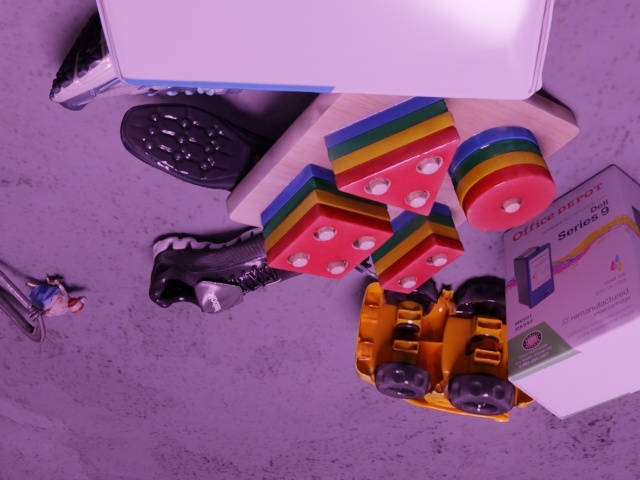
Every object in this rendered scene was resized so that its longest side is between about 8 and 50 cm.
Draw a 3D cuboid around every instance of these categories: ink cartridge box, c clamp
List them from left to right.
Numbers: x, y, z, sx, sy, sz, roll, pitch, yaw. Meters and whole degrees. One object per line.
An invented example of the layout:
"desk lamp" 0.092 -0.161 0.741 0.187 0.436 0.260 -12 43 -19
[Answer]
"c clamp" -0.428 0.071 0.996 0.160 0.022 0.137 49 138 -2
"ink cartridge box" 0.017 -0.224 0.445 0.223 0.307 0.129 3 133 8
"ink cartridge box" 0.275 0.050 0.746 0.093 0.212 0.154 37 131 -20

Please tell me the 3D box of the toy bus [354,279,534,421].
"toy bus" 0.156 0.157 0.945 0.220 0.149 0.211 8 152 6

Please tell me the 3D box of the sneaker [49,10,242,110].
"sneaker" -0.132 -0.170 0.673 0.283 0.110 0.122 -19 135 29

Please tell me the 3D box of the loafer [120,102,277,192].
"loafer" -0.098 -0.084 0.746 0.223 0.076 0.078 13 174 -30

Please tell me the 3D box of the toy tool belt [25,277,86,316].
"toy tool belt" -0.369 0.077 1.006 0.083 0.052 0.051 0 134 35

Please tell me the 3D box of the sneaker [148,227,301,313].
"sneaker" -0.107 0.044 0.886 0.234 0.106 0.078 -5 135 15

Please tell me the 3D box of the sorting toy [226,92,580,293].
"sorting toy" 0.086 -0.047 0.702 0.257 0.089 0.255 13 140 -36

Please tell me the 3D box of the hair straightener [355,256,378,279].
"hair straightener" 0.000 0.000 0.833 0.230 0.089 0.047 29 131 -19
